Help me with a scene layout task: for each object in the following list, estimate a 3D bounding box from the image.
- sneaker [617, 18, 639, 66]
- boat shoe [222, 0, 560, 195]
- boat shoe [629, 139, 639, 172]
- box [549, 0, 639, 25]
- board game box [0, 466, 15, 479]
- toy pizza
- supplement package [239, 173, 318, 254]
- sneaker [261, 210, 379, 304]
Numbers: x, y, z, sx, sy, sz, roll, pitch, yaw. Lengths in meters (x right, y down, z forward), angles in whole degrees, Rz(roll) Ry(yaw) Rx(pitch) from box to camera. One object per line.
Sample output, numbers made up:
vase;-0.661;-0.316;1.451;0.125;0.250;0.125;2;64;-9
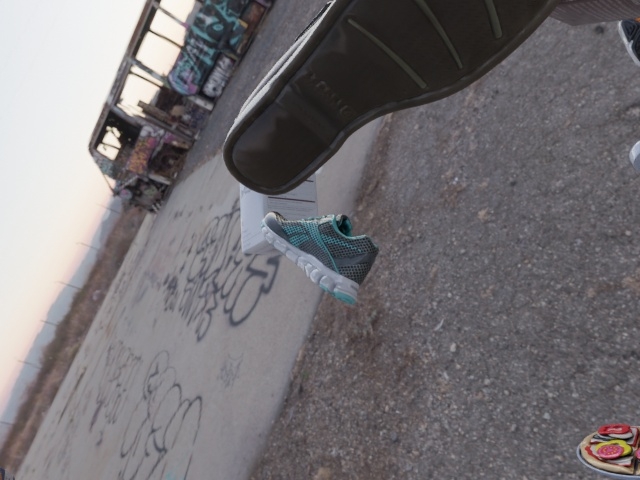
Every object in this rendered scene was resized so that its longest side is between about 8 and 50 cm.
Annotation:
sneaker;0.695;-0.372;0.930;0.099;0.262;0.121;-49;11;13
boat shoe;0.034;-0.156;0.367;0.307;0.111;0.104;-25;36;32
boat shoe;0.773;-0.206;0.938;0.113;0.306;0.105;96;167;-56
box;0.356;-0.338;0.476;0.203;0.167;0.169;16;111;42
board game box;-0.265;0.130;0.187;0.136;0.201;0.035;107;149;-49
toy pizza;0.568;0.367;0.805;0.201;0.201;0.032;-24;79;59
supplement package;-0.074;-0.073;0.779;0.105;0.105;0.179;-25;66;57
sneaker;0.000;0.000;0.489;0.166;0.065;0.076;36;88;41
